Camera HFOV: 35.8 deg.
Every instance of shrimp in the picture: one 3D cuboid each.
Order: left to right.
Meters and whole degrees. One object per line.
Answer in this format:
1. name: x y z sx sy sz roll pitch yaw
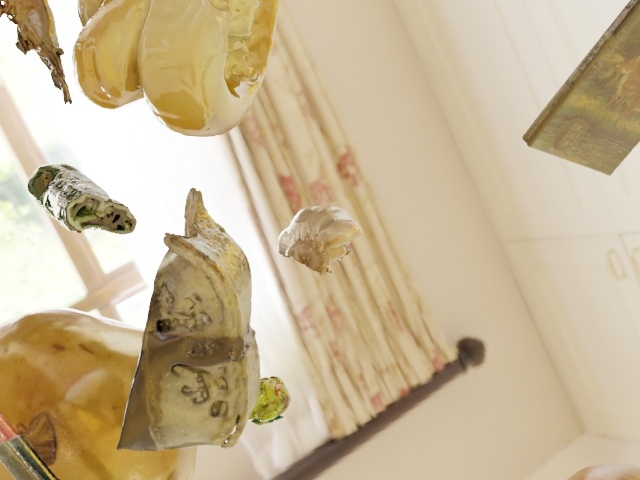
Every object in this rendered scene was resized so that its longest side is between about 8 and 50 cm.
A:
1. shrimp: -0.512 -0.348 1.724 0.117 0.262 0.066 -15 173 -30

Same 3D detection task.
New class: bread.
1. bread: -0.159 -0.338 1.214 0.329 0.245 0.424 115 -13 -63

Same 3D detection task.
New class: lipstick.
1. lipstick: -0.297 0.280 1.077 0.053 0.234 0.053 -37 -170 7

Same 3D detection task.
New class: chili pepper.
1. chili pepper: -0.455 -0.078 1.814 0.136 0.099 0.270 -8 -160 -35

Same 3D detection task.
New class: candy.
1. candy: -0.177 0.282 1.619 0.262 0.077 0.073 -12 -129 4

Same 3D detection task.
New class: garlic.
1. garlic: 0.002 -0.004 1.139 0.113 0.074 0.094 -4 -173 40

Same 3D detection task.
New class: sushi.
1. sushi: -0.106 0.090 0.990 0.109 0.273 0.134 15 -171 11

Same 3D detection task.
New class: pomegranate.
1. pomegranate: -0.310 0.237 1.312 0.332 0.333 0.332 -25 -170 5

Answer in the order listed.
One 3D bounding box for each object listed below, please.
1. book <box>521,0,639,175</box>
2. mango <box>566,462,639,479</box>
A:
1. book: 0.317 -0.170 0.992 0.160 0.024 0.228 12 124 -44
2. mango: 0.360 0.317 1.107 0.253 0.113 0.138 9 -142 -23
